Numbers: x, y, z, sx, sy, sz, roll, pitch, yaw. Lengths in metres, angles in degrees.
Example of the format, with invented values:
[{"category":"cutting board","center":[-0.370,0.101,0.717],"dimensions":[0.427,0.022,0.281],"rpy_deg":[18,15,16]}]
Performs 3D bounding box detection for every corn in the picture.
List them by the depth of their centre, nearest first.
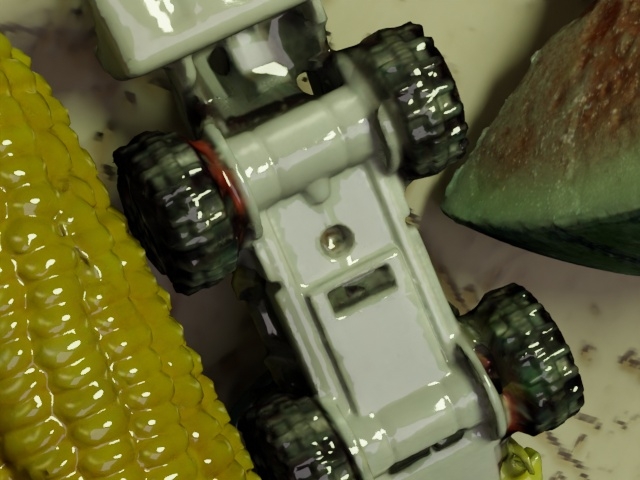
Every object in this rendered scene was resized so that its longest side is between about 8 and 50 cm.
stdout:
[{"category":"corn","center":[-0.086,0.091,0.658],"dimensions":[0.120,0.120,0.363],"rpy_deg":[-28,97,-15]}]

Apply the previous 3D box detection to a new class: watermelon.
[{"category":"watermelon","center":[0.187,-0.083,0.750],"dimensions":[0.213,0.261,0.201],"rpy_deg":[7,73,-38]}]

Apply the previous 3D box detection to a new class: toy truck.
[{"category":"toy truck","center":[0.000,0.000,0.710],"dimensions":[0.136,0.111,0.286],"rpy_deg":[-26,108,-12]}]

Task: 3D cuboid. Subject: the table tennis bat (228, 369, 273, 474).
[{"category":"table tennis bat","center":[0.004,0.081,0.807],"dimensions":[0.100,0.019,0.155],"rpy_deg":[12,105,-28]}]
